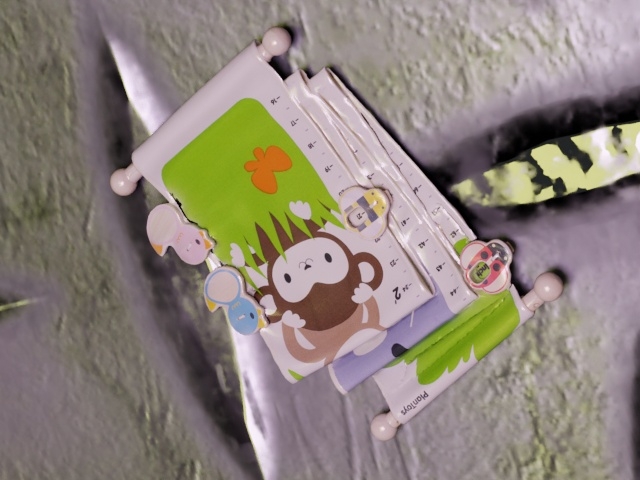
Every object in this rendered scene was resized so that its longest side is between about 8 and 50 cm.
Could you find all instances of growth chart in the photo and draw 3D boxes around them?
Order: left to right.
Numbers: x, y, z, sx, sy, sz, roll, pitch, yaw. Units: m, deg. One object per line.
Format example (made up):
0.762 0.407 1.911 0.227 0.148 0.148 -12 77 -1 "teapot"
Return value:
0.000 0.000 1.073 0.237 0.021 0.172 45 117 8 "growth chart"
